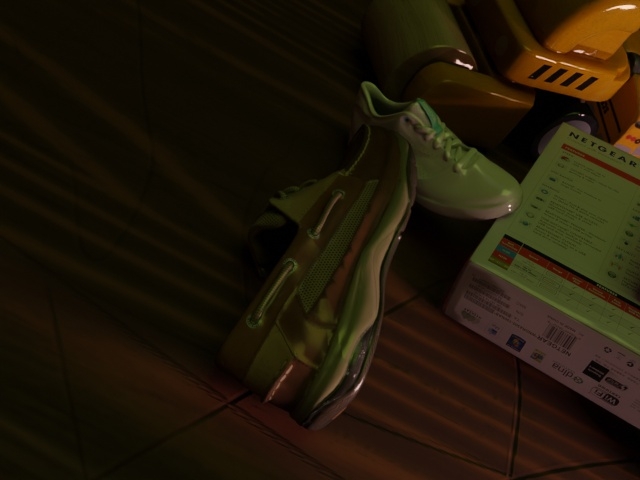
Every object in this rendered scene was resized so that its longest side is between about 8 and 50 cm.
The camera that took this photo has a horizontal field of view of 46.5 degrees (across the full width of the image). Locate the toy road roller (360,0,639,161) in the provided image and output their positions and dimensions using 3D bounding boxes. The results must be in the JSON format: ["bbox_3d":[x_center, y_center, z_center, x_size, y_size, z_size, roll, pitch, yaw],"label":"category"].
[{"bbox_3d":[0.240,-0.258,0.915,0.329,0.240,0.202,6,50,-26],"label":"toy road roller"}]

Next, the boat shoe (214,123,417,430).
[{"bbox_3d":[0.000,0.000,0.640,0.120,0.122,0.324,24,44,-6],"label":"boat shoe"}]

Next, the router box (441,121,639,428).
[{"bbox_3d":[0.341,0.046,0.762,0.335,0.082,0.301,31,46,15],"label":"router box"}]

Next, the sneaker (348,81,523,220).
[{"bbox_3d":[0.111,-0.096,0.757,0.212,0.094,0.080,31,49,30],"label":"sneaker"}]

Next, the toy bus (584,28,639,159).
[{"bbox_3d":[0.451,-0.245,1.107,0.108,0.130,0.333,17,46,-15],"label":"toy bus"}]
